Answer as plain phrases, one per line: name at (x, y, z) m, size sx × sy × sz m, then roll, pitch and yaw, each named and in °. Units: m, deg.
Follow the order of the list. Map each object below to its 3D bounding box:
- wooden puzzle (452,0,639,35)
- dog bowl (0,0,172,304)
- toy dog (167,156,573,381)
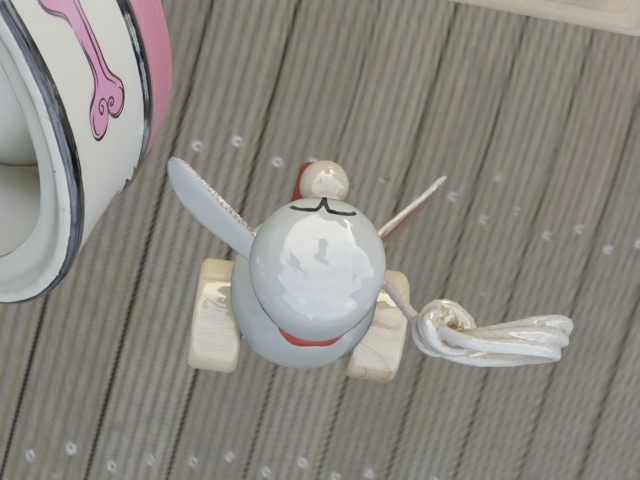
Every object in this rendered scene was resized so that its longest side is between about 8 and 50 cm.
wooden puzzle at (0.165, -0.253, 0.815) m, size 0.044 × 0.238 × 0.221 m, roll 39°, pitch 74°, yaw -48°
dog bowl at (-0.279, -0.159, 0.872) m, size 0.150 × 0.408 × 0.408 m, roll -45°, pitch 117°, yaw -37°
toy dog at (0.000, 0.000, 0.785) m, size 0.220 × 0.333 × 0.161 m, roll 8°, pitch 77°, yaw -24°
